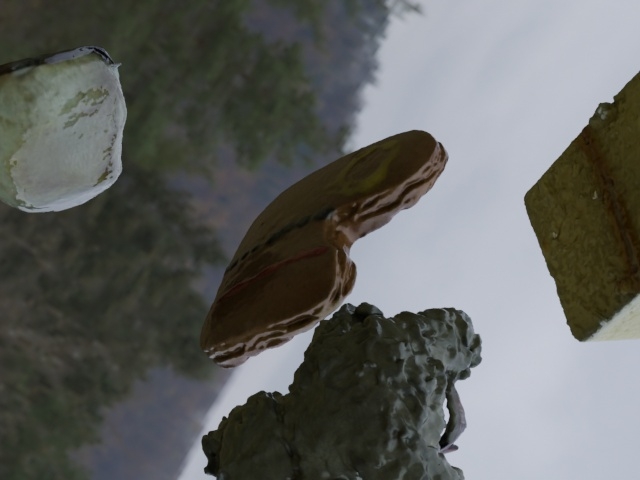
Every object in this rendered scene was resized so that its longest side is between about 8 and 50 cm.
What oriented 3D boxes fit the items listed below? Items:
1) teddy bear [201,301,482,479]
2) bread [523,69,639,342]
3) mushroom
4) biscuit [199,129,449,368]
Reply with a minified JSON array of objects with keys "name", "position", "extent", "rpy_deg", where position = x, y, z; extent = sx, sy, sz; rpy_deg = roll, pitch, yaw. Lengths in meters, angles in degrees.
[{"name":"teddy bear","position":[0.020,0.253,2.109],"extent":[0.367,0.224,0.357],"rpy_deg":[-21,-127,30]},{"name":"bread","position":[0.388,-0.047,1.847],"extent":[0.263,0.198,0.236],"rpy_deg":[-49,-128,40]},{"name":"mushroom","position":[-0.336,-0.119,1.949],"extent":[0.189,0.164,0.267],"rpy_deg":[-17,176,-44]},{"name":"biscuit","position":[-0.001,-0.001,1.678],"extent":[0.262,0.052,0.277],"rpy_deg":[-23,-151,38]}]
